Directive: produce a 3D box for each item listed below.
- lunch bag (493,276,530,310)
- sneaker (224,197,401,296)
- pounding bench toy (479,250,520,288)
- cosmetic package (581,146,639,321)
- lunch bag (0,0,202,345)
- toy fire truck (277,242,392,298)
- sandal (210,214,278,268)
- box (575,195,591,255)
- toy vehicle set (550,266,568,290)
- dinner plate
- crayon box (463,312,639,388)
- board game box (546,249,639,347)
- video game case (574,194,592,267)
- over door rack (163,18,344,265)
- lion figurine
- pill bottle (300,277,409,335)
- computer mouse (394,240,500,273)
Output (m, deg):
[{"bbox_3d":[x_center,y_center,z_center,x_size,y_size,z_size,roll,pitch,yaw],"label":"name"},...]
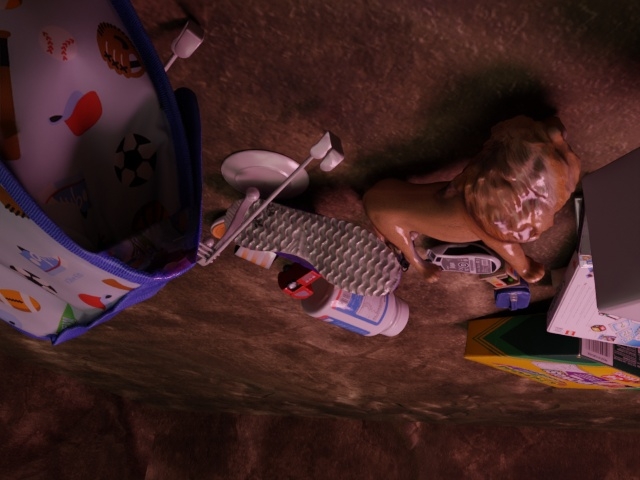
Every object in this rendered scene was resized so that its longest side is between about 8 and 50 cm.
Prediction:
[{"bbox_3d":[0.382,0.102,1.118,0.067,0.065,0.098,-1,152,16],"label":"lunch bag"},{"bbox_3d":[0.000,-0.001,0.926,0.293,0.102,0.146,23,-173,11],"label":"sneaker"},{"bbox_3d":[0.349,0.052,1.041,0.083,0.052,0.065,-19,144,41],"label":"pounding bench toy"},{"bbox_3d":[0.522,0.015,0.556,0.453,0.161,0.230,14,154,-21],"label":"cosmetic package"},{"bbox_3d":[-0.294,-0.094,0.548,0.328,0.239,0.385,-26,95,46],"label":"lunch bag"},{"bbox_3d":[0.031,0.055,1.038,0.192,0.047,0.135,-35,135,18],"label":"toy fire truck"},{"bbox_3d":[-0.074,0.014,1.036,0.265,0.076,0.102,10,153,-7],"label":"sandal"},{"bbox_3d":[0.465,-0.031,0.813,0.162,0.029,0.116,1,117,10],"label":"box"},{"bbox_3d":[0.600,0.078,1.054,0.267,0.035,0.166,-15,146,36],"label":"toy vehicle set"},{"bbox_3d":[-0.089,-0.097,0.890,0.141,0.017,0.141,6,155,3],"label":"dinner plate"},{"bbox_3d":[0.585,0.272,1.325,0.363,0.106,0.313,22,157,-27],"label":"crayon box"},{"bbox_3d":[0.533,0.085,0.982,0.193,0.053,0.305,9,143,12],"label":"board game box"},{"bbox_3d":[0.438,-0.016,0.853,0.087,0.011,0.122,-7,114,20],"label":"video game case"},{"bbox_3d":[-0.157,-0.116,0.754,0.239,0.108,0.324,34,130,-28],"label":"over door rack"},{"bbox_3d":[0.177,-0.044,0.802,0.392,0.142,0.240,-10,142,38],"label":"lion figurine"},{"bbox_3d":[0.078,0.131,1.182,0.222,0.124,0.124,26,148,-33],"label":"pill bottle"},{"bbox_3d":[0.234,0.027,1.036,0.193,0.042,0.106,3,149,19],"label":"computer mouse"}]
